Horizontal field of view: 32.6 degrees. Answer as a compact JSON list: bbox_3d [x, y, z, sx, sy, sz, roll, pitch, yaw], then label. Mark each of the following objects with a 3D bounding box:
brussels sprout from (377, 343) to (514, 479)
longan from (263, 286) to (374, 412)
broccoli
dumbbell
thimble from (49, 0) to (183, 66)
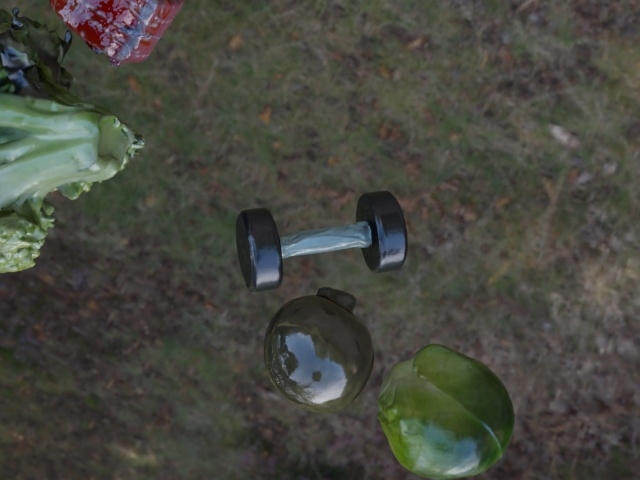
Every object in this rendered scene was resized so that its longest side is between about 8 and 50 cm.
[{"bbox_3d":[0.137,0.197,1.210,0.155,0.155,0.117,5,138,33],"label":"brussels sprout"},{"bbox_3d":[0.001,0.095,0.994,0.106,0.119,0.106,17,155,8],"label":"longan"},{"bbox_3d":[-0.368,-0.124,1.326,0.281,0.347,0.293,-1,135,23],"label":"broccoli"},{"bbox_3d":[0.000,0.000,1.305,0.191,0.100,0.100,-8,155,-15],"label":"dumbbell"},{"bbox_3d":[-0.288,-0.343,1.553,0.163,0.189,0.125,35,107,-19],"label":"thimble"}]
